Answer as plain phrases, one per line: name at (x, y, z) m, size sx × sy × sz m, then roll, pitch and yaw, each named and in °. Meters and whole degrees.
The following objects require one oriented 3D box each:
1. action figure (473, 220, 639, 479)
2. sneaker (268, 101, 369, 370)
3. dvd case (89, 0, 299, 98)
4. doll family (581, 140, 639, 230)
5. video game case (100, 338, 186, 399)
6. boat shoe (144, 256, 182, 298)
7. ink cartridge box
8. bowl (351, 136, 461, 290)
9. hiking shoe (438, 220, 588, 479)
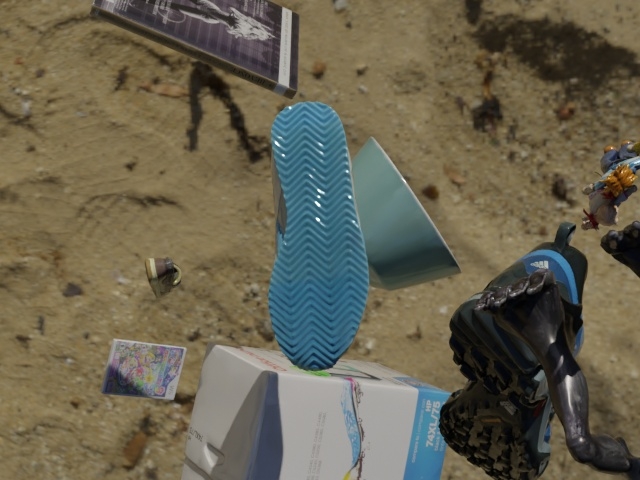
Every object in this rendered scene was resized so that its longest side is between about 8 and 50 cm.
action figure at (0.161, 0.133, 0.413) m, size 0.141 × 0.164 × 0.276 m, roll -9°, pitch 72°, yaw -55°
sneaker at (0.000, 0.000, 0.835) m, size 0.092 × 0.087 × 0.229 m, roll 65°, pitch 24°, yaw -79°
dvd case at (-0.125, -0.241, 1.017) m, size 0.221 × 0.018 × 0.164 m, roll 20°, pitch 38°, yaw -17°
doll family at (0.482, -0.124, 1.442) m, size 0.118 × 0.263 × 0.163 m, roll 51°, pitch 25°, yaw -9°
video game case at (-0.275, 0.202, 1.484) m, size 0.122 × 0.011 × 0.087 m, roll 12°, pitch 96°, yaw -33°
boat shoe at (-0.245, 0.060, 1.516) m, size 0.049 × 0.152 × 0.056 m, roll -9°, pitch 80°, yaw -3°
ink cartridge box at (-0.008, 0.255, 1.211) m, size 0.270 × 0.198 × 0.197 m, roll 11°, pitch 90°, yaw -30°
bowl at (0.119, -0.025, 1.819) m, size 0.163 × 0.311 × 0.311 m, roll -34°, pitch 121°, yaw 3°
hiking shoe at (0.189, 0.124, 0.867) m, size 0.132 × 0.113 × 0.304 m, roll -43°, pitch 153°, yaw -25°
